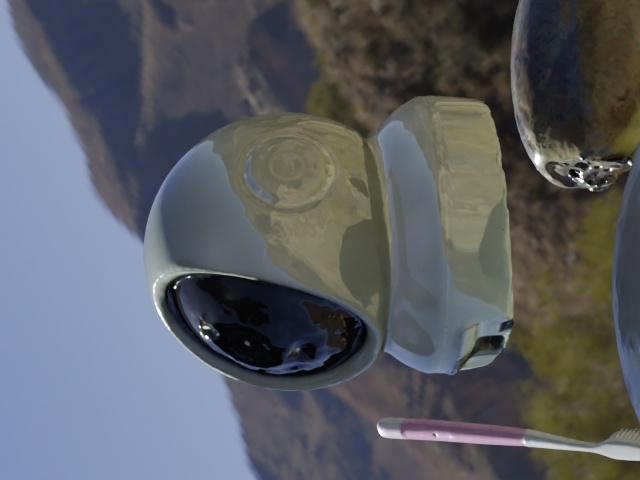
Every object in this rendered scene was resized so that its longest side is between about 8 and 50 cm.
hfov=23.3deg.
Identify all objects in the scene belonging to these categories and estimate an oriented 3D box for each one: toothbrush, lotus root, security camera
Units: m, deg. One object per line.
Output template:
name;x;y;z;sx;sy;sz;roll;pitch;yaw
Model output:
toothbrush;0.161;0.166;1.323;0.286;0.025;0.020;-2;119;43
lotus root;0.275;-0.194;1.619;0.152;0.160;0.275;44;-134;-54
security camera;0.000;0.000;1.036;0.194;0.236;0.195;178;90;-84

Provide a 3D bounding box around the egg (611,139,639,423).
egg;0.274;0.076;0.849;0.337;0.201;0.337;37;-178;-2
